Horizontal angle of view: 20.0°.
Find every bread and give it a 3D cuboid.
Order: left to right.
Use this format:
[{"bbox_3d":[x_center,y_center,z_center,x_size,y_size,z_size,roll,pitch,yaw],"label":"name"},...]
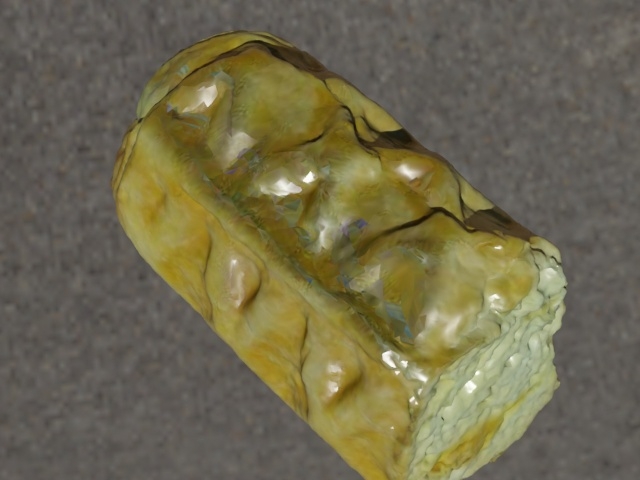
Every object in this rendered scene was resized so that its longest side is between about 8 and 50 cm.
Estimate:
[{"bbox_3d":[0.000,0.000,0.943,0.152,0.268,0.130,-50,153,5],"label":"bread"}]
